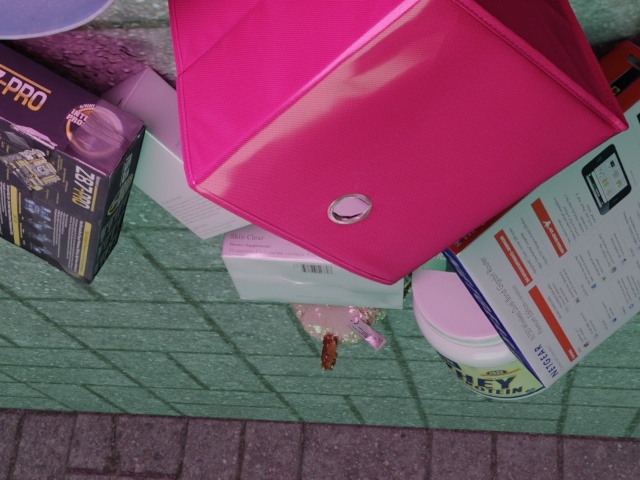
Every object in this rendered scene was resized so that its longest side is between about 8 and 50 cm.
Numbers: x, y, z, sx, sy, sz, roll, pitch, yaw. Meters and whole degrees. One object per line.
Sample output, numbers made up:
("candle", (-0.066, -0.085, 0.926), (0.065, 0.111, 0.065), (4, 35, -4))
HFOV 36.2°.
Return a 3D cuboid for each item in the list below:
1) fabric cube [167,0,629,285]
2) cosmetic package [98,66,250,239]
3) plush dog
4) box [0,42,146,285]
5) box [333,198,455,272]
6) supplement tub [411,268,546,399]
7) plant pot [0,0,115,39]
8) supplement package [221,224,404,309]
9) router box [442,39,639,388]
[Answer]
("fabric cube", (0.054, -0.158, 0.832), (0.258, 0.259, 0.254), (-35, 137, 29))
("cosmetic package", (-0.184, -0.107, 1.263), (0.117, 0.085, 0.231), (-16, 131, 44))
("plush dog", (0.045, 0.107, 1.730), (0.262, 0.211, 0.225), (1, -176, 15))
("box", (-0.401, -0.108, 1.247), (0.318, 0.097, 0.395), (30, 154, -3))
("box", (0.139, -0.027, 1.255), (0.322, 0.058, 0.232), (5, -159, -38))
("supplement tub", (0.281, 0.111, 1.576), (0.235, 0.235, 0.325), (-3, 157, 20))
("plant pot", (-0.267, -0.308, 0.705), (0.290, 0.195, 0.290), (5, 159, 2))
("supplement package", (0.000, 0.000, 1.484), (0.261, 0.145, 0.204), (3, 159, 5))
("router box", (0.308, -0.015, 1.149), (0.301, 0.082, 0.335), (-40, 136, 0))
